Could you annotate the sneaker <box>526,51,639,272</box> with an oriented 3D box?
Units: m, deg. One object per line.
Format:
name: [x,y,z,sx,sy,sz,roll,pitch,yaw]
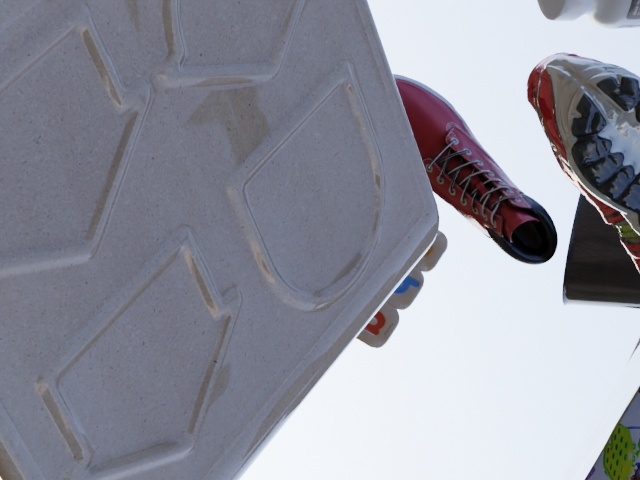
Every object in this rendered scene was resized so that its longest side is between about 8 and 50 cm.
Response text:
sneaker: [0.248,-0.042,1.141,0.279,0.107,0.118,50,0,-33]

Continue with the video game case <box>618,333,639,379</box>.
video game case: [0.491,0.123,1.765,0.026,0.227,0.206,-22,137,-88]

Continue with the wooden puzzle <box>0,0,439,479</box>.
wooden puzzle: [-0.080,-0.030,0.750,0.080,0.322,0.347,14,-43,35]

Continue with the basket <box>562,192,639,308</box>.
basket: [0.393,-0.001,1.634,0.154,0.227,0.204,82,23,-49]

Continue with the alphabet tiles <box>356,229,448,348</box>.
alphabet tiles: [0.000,0.000,1.856,0.278,0.284,0.021,29,-19,15]

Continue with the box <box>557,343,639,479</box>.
box: [0.341,0.206,1.401,0.177,0.279,0.290,32,-14,9]

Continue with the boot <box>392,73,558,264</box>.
boot: [0.150,-0.075,1.607,0.244,0.088,0.176,41,5,-19]

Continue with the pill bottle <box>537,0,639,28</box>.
pill bottle: [0.436,-0.364,2.027,0.162,0.278,0.162,176,-90,-78]
